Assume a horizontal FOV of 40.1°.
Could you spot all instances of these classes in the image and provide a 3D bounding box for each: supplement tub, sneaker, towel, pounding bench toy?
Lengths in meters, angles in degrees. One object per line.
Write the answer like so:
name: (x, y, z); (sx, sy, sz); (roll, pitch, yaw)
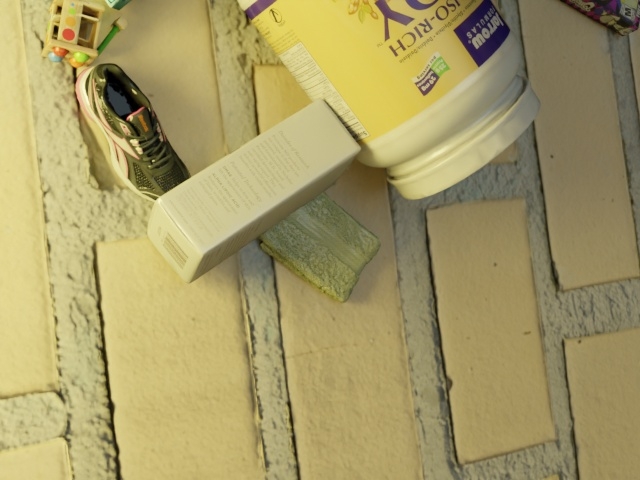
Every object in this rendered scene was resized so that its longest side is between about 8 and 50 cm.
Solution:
supplement tub: (0.084, -0.238, 1.040); (0.241, 0.241, 0.331); (-45, 105, -24)
sneaker: (-0.205, -0.118, 0.971); (0.072, 0.077, 0.178); (-44, 105, -23)
towel: (0.000, 0.000, 1.094); (0.148, 0.027, 0.110); (39, 70, -19)
pounding bench toy: (-0.258, -0.224, 0.967); (0.083, 0.052, 0.065); (10, 81, -26)

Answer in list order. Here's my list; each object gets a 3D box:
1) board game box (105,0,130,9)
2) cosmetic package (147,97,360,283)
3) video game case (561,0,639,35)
board game box: (-0.231, -0.460, 0.931); (0.254, 0.079, 0.336); (-38, 103, 3)
cosmetic package: (-0.076, -0.057, 0.998); (0.231, 0.117, 0.085); (-37, 86, -24)
video game case: (0.422, -0.463, 1.349); (0.210, 0.042, 0.232); (22, 76, -22)
